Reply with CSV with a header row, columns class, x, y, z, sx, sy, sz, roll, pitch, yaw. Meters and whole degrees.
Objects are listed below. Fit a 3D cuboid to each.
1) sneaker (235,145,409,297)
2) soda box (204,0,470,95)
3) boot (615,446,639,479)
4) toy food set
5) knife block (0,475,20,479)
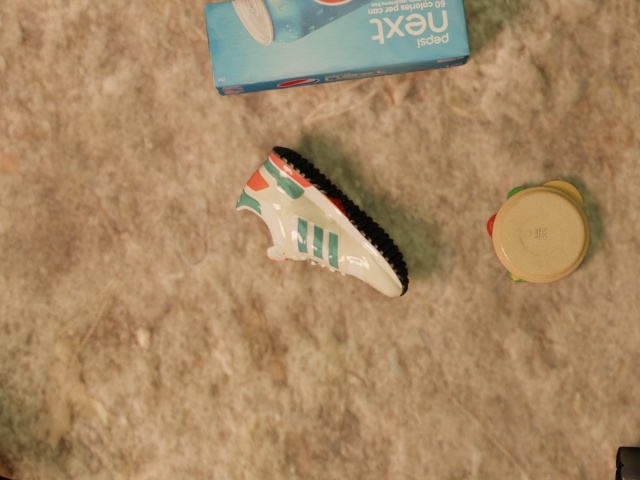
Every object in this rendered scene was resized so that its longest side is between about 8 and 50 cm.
class,x,y,z,sx,sy,sz,roll,pitch,yaw
sneaker,0.000,0.000,1.561,0.161,0.057,0.075,44,106,2
soda box,0.014,-0.169,1.555,0.210,0.067,0.071,-7,88,1
boot,0.337,0.283,1.512,0.207,0.094,0.246,3,82,6
toy food set,0.181,-0.006,1.566,0.083,0.020,0.083,-13,88,1
knife block,-0.378,0.218,1.474,0.276,0.088,0.242,-21,117,2
